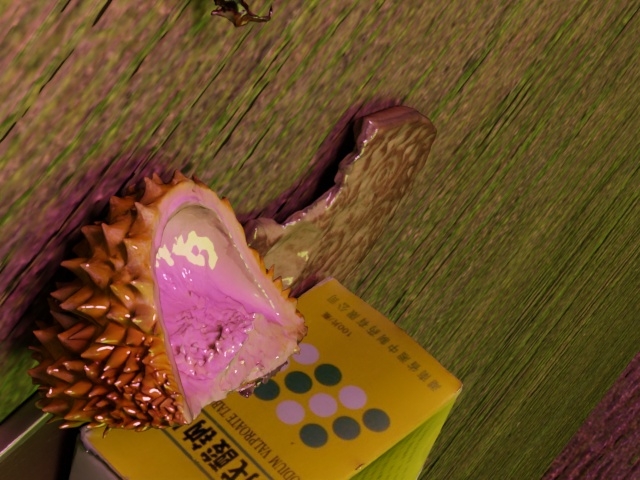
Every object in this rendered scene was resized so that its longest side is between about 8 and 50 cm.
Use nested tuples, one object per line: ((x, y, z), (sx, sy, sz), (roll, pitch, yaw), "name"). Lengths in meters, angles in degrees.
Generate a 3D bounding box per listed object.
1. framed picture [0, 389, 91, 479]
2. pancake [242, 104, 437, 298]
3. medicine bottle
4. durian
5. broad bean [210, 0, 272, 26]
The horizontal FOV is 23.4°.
((-0.209, 0.188, 1.001), (0.289, 0.016, 0.213), (-43, 159, -21), "framed picture")
((0.000, 0.000, 1.103), (0.235, 0.029, 0.212), (-41, 159, -23), "pancake")
((-0.043, 0.151, 1.056), (0.250, 0.137, 0.141), (-32, 156, -36), "medicine bottle")
((-0.086, 0.049, 0.866), (0.182, 0.132, 0.165), (-49, 174, -39), "durian")
((-0.017, -0.198, 0.725), (0.069, 0.039, 0.227), (-18, 143, -45), "broad bean")
